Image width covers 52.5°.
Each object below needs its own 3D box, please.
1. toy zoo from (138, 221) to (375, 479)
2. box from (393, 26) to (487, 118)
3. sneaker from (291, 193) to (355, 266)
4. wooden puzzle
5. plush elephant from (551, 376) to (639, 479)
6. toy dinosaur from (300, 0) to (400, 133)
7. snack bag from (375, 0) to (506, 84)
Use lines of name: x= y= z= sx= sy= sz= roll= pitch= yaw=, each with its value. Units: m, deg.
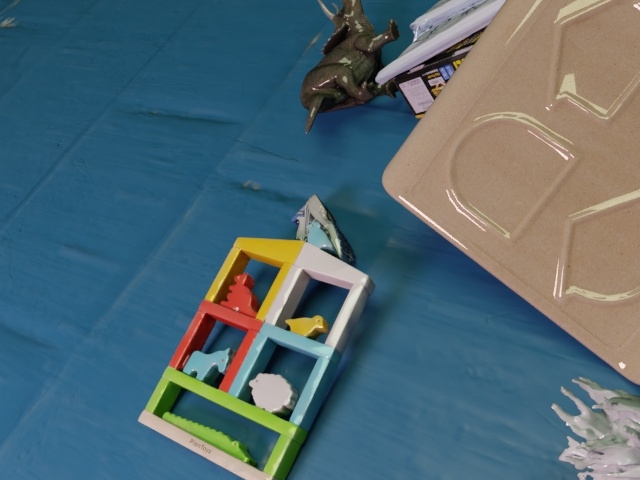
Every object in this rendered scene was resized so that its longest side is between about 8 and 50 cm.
toy zoo: x=-0.063 y=0.108 z=0.742 sx=0.193 sy=0.030 sz=0.293 roll=15 pitch=68 yaw=31
box: x=0.282 y=-0.297 z=0.855 sx=0.322 sy=0.079 sz=0.257 roll=-41 pitch=14 yaw=-13
sneaker: x=0.000 y=0.000 z=0.831 sx=0.058 sy=0.052 sz=0.135 roll=-35 pitch=39 yaw=5
wooden puzzle: x=0.281 y=-0.087 z=0.642 sx=0.348 sy=0.080 sz=0.322 roll=41 pitch=106 yaw=20
plush elephant: x=0.269 y=0.244 z=0.396 sx=0.330 sy=0.255 sz=0.272 roll=15 pitch=8 yaw=-6
toy dinosaur: x=0.039 y=-0.250 z=0.994 sx=0.160 sy=0.121 sz=0.313 roll=2 pitch=57 yaw=39
snack bag: x=0.244 y=-0.350 z=0.880 sx=0.323 sy=0.037 sz=0.342 roll=-18 pitch=24 yaw=49
